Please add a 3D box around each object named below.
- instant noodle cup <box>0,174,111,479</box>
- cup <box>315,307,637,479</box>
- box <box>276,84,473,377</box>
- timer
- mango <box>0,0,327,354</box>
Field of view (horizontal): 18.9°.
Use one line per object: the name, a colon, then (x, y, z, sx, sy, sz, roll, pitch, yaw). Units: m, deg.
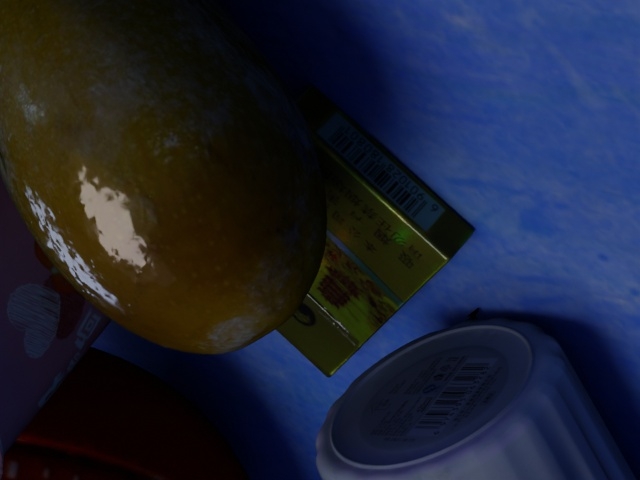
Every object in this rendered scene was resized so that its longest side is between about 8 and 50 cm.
instant noodle cup: (-0.207, -0.010, 1.141, 0.243, 0.231, 0.243, 30, 147, 22)
cup: (0.085, 0.163, 1.089, 0.221, 0.167, 0.202, 0, 126, 47)
box: (0.000, 0.000, 1.114, 0.121, 0.030, 0.193, 43, 148, 2)
timer: (-0.226, 0.226, 1.355, 0.378, 0.279, 0.378, 4, 150, 2)
mango: (-0.109, -0.082, 0.991, 0.316, 0.146, 0.193, 55, -174, 17)
